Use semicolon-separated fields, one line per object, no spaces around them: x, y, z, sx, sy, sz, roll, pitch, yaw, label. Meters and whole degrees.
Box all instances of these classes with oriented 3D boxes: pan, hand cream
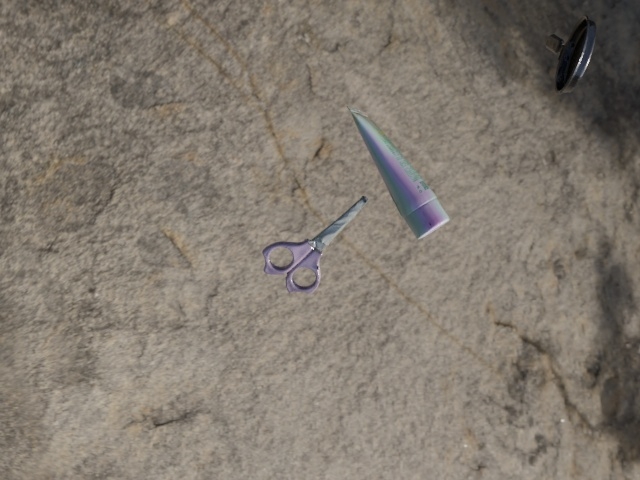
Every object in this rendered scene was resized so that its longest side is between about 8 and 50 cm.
0.444;-0.339;1.183;0.028;0.136;0.235;14;27;-1;pan
0.089;-0.086;0.790;0.174;0.047;0.076;58;19;6;hand cream

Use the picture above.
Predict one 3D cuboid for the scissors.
0.000;0.000;1.056;0.110;0.212;0.021;41;20;-15;scissors
